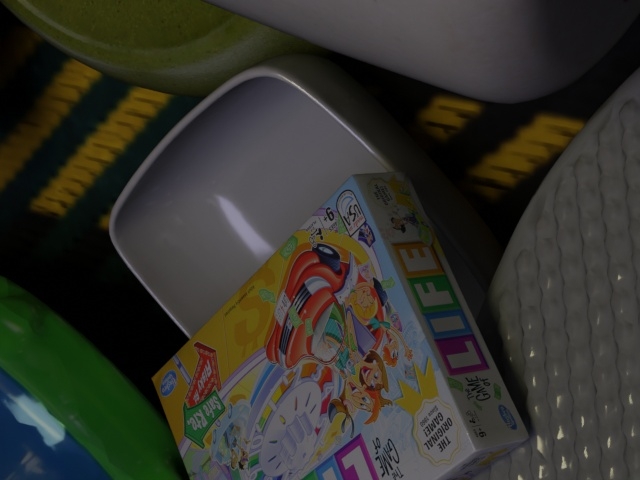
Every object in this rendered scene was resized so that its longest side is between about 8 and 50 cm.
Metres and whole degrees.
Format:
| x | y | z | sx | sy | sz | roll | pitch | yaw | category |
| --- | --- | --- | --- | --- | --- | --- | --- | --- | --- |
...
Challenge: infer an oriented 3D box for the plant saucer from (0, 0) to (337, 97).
| x | y | z | sx | sy | sz | roll | pitch | yaw | category |
| --- | --- | --- | --- | --- | --- | --- | --- | --- | --- |
| -0.077 | -0.157 | 0.540 | 0.241 | 0.037 | 0.241 | 17 | 126 | 25 | plant saucer |

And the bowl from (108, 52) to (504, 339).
| x | y | z | sx | sy | sz | roll | pitch | yaw | category |
| --- | --- | --- | --- | --- | --- | --- | --- | --- | --- |
| 0.000 | 0.000 | 0.575 | 0.142 | 0.053 | 0.142 | 47 | 134 | -4 | bowl |

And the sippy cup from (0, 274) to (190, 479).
| x | y | z | sx | sy | sz | roll | pitch | yaw | category |
| --- | --- | --- | --- | --- | --- | --- | --- | --- | --- |
| -0.183 | 0.165 | 0.649 | 0.240 | 0.224 | 0.305 | 45 | 153 | 7 | sippy cup |

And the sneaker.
| x | y | z | sx | sy | sz | roll | pitch | yaw | category |
| --- | --- | --- | --- | --- | --- | --- | --- | --- | --- |
| 0.136 | 0.066 | 0.503 | 0.366 | 0.150 | 0.135 | -60 | 38 | 27 | sneaker |

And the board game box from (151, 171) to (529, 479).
| x | y | z | sx | sy | sz | roll | pitch | yaw | category |
| --- | --- | --- | --- | --- | --- | --- | --- | --- | --- |
| 0.000 | 0.059 | 0.528 | 0.154 | 0.026 | 0.103 | -45 | 60 | 43 | board game box |

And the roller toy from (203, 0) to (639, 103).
| x | y | z | sx | sy | sz | roll | pitch | yaw | category |
| --- | --- | --- | --- | --- | --- | --- | --- | --- | --- |
| 0.024 | -0.141 | 0.373 | 0.146 | 0.191 | 0.209 | 23 | 84 | 22 | roller toy |
